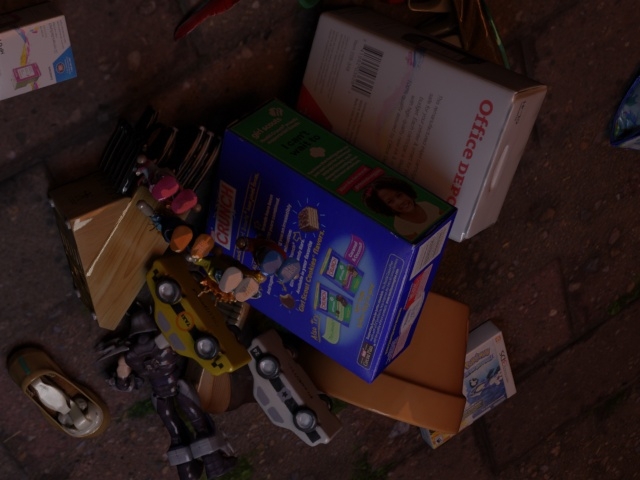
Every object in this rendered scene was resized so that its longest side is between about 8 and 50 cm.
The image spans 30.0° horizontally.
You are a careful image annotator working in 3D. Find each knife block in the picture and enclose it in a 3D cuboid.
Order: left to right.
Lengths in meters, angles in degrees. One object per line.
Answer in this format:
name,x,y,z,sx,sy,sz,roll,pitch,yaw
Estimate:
knife block,-0.238,-0.039,1.649,0.242,0.088,0.275,-23,130,-20

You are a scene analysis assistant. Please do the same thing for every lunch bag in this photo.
lunch bag,0.595,-0.220,2.112,0.129,0.096,0.151,4,131,-40

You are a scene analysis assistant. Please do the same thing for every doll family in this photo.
doll family,-0.156,0.005,1.546,0.263,0.163,0.118,36,90,-16

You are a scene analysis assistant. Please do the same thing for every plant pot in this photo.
plant pot,0.115,0.167,1.928,0.291,0.291,0.203,20,88,-42

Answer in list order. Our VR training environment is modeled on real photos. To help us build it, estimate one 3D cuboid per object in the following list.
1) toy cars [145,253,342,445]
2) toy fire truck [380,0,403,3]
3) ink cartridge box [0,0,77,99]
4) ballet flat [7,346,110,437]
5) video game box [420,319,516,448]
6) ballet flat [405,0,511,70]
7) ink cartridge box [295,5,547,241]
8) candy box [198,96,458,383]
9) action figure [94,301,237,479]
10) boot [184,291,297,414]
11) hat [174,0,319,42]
toy cars,-0.121,0.173,1.711,0.087,0.176,0.394,-37,125,17
toy fire truck,0.109,-0.399,1.612,0.047,0.135,0.192,-24,130,-20
ink cartridge box,-0.369,-0.228,1.453,0.122,0.052,0.088,-21,130,-20
ballet flat,-0.378,0.244,1.756,0.080,0.073,0.232,-42,135,-3
video game box,0.266,0.272,2.247,0.205,0.048,0.187,-33,131,-13
ballet flat,0.189,-0.346,1.736,0.124,0.116,0.342,-20,132,3
ink cartridge box,0.125,-0.166,1.654,0.131,0.306,0.226,-25,138,-57
candy box,0.000,0.000,1.651,0.122,0.317,0.268,-39,153,-44
action figure,-0.224,0.223,1.785,0.185,0.099,0.285,-17,100,24
boot,-0.113,0.161,1.901,0.207,0.090,0.248,1,117,-50
hat,-0.095,-0.387,1.556,0.173,0.184,0.208,74,28,-47
